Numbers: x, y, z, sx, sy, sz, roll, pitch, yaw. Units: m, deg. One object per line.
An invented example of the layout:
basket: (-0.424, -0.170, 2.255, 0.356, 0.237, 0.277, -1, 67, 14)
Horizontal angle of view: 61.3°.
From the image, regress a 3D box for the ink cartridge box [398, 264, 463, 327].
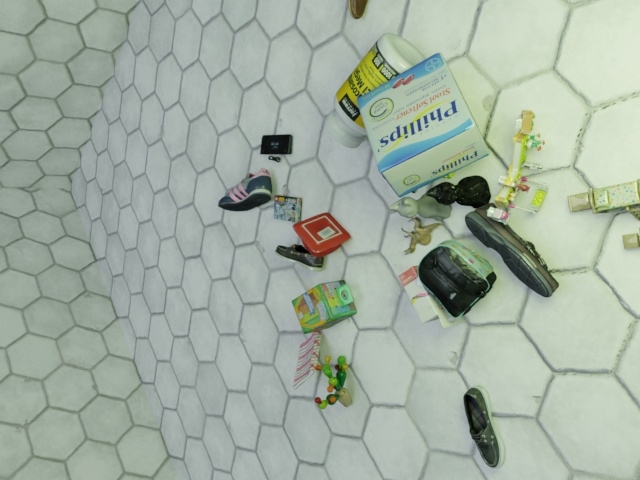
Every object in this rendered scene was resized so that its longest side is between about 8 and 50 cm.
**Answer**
ink cartridge box: (0.324, 0.171, 1.585, 0.067, 0.115, 0.198, -41, 64, 39)

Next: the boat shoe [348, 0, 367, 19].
boat shoe: (0.134, -0.808, 1.741, 0.060, 0.064, 0.178, 19, 104, 45)

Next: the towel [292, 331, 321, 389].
towel: (-0.053, 0.432, 1.973, 0.144, 0.029, 0.197, -52, 18, 38)

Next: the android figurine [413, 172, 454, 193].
android figurine: (0.300, -0.267, 1.544, 0.248, 0.056, 0.273, 30, 82, 39)

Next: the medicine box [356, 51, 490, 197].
medicine box: (0.268, -0.309, 1.456, 0.264, 0.149, 0.289, -26, 54, 19)

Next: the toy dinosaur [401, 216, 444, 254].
toy dinosaur: (0.307, -0.030, 1.646, 0.092, 0.053, 0.183, 52, 136, 11)

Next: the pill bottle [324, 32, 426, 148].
pill bottle: (0.162, -0.444, 1.651, 0.334, 0.188, 0.188, -46, 62, 37)

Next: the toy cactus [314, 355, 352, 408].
toy cactus: (0.047, 0.512, 1.874, 0.112, 0.219, 0.180, -17, 120, 25)

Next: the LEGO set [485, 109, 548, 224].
LEGO set: (0.521, -0.174, 1.361, 0.107, 0.132, 0.287, 23, 101, 33)

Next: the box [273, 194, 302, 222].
box: (-0.127, -0.124, 2.088, 0.137, 0.027, 0.093, 12, 103, 44)

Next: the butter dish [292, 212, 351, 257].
butter dish: (0.000, 0.000, 1.903, 0.160, 0.160, 0.118, 47, 147, 33)

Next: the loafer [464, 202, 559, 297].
loafer: (0.509, 0.012, 1.400, 0.302, 0.095, 0.109, 50, 170, 30)

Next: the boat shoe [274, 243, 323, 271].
boat shoe: (-0.077, 0.050, 2.018, 0.228, 0.081, 0.068, 20, 105, 36)

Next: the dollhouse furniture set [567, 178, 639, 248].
dollhouse furniture set: (0.660, -0.043, 1.234, 0.182, 0.101, 0.160, -13, 84, 45)

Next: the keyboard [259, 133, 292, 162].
keyboard: (-0.175, -0.361, 2.123, 0.180, 0.023, 0.108, 9, 93, 46)

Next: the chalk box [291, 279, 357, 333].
chalk box: (0.026, 0.223, 1.883, 0.213, 0.132, 0.132, -37, 68, 41)

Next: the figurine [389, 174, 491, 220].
figurine: (0.324, -0.114, 1.496, 0.215, 0.209, 0.092, -20, 79, 45)

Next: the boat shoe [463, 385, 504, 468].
boat shoe: (0.450, 0.527, 1.512, 0.080, 0.076, 0.228, -15, 82, 45)

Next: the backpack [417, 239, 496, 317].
backpack: (0.373, 0.091, 1.501, 0.188, 0.144, 0.166, 41, 125, 9)

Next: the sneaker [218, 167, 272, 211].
sneaker: (-0.306, -0.204, 2.228, 0.319, 0.112, 0.131, -12, 68, 43)
